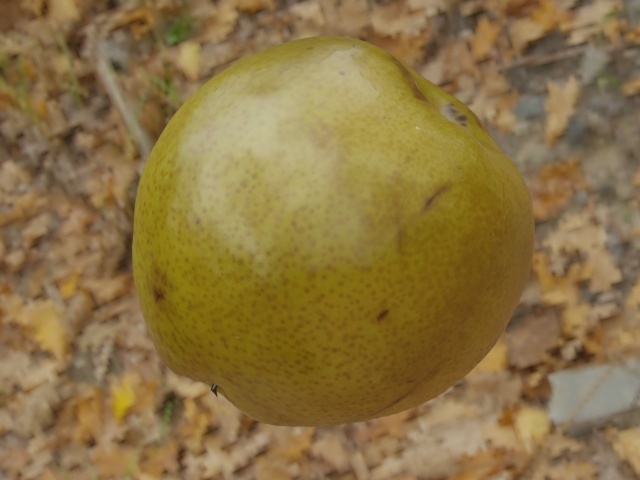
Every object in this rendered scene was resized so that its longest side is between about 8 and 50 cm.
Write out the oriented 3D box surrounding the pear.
[{"bbox_3d":[0.000,0.000,0.866,0.208,0.209,0.209,-14,35,10],"label":"pear"}]
